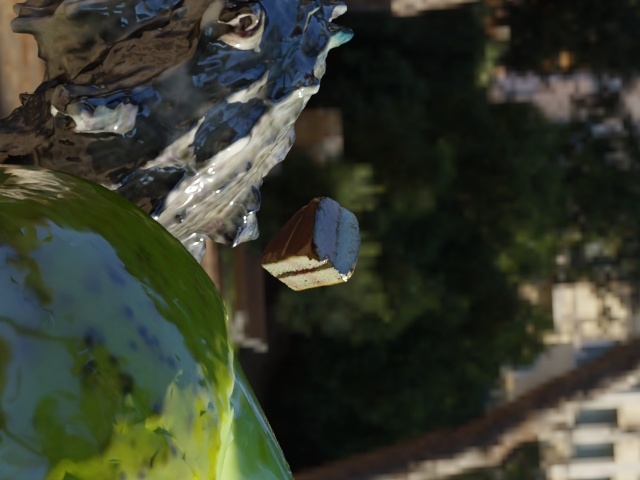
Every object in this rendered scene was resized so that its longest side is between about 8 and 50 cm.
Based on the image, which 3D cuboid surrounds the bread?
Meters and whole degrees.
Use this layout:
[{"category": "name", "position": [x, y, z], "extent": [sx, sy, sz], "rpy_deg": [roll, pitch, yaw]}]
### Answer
[{"category": "bread", "position": [0.000, 0.000, 1.295], "extent": [0.062, 0.043, 0.109], "rpy_deg": [-61, -163, -13]}]

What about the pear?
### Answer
[{"category": "pear", "position": [-0.096, 0.076, 0.617], "extent": [0.292, 0.159, 0.292], "rpy_deg": [-7, 90, -87]}]

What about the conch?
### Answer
[{"category": "conch", "position": [-0.118, -0.105, 1.163], "extent": [0.240, 0.313, 0.186], "rpy_deg": [37, -2, 40]}]
